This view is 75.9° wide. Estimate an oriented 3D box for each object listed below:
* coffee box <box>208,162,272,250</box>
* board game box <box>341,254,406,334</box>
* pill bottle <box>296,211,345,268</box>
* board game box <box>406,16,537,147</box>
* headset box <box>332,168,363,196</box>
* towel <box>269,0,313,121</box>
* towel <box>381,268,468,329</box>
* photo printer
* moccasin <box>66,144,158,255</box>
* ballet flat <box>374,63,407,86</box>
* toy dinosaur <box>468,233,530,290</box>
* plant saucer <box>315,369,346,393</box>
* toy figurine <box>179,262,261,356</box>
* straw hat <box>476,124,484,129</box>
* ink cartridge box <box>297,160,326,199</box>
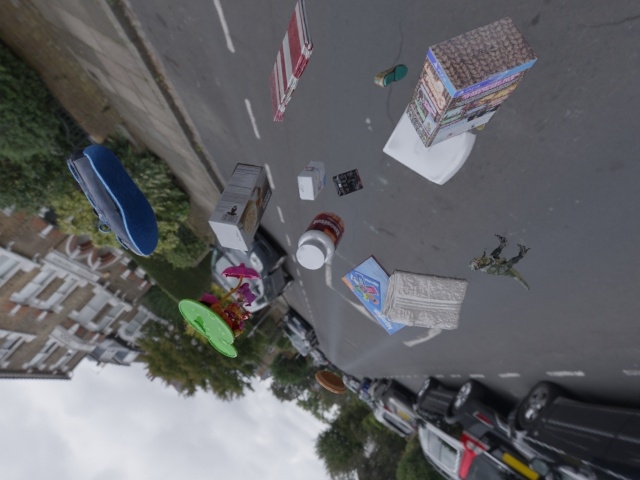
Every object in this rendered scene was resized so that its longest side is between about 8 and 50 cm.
[{"bbox_3d":[-0.251,-0.110,1.328,0.098,0.246,0.141,10,147,12],"label":"coffee box"},{"bbox_3d":[0.222,0.199,1.485,0.281,0.145,0.027,50,-160,-5],"label":"board game box"},{"bbox_3d":[0.000,0.000,0.958,0.086,0.152,0.085,9,122,14],"label":"pill bottle"},{"bbox_3d":[0.397,-0.421,1.139,0.291,0.232,0.141,93,153,-75],"label":"board game box"},{"bbox_3d":[0.083,-0.169,1.194,0.032,0.083,0.062,-11,101,56],"label":"headset box"},{"bbox_3d":[-0.104,-0.596,1.380,0.037,0.236,0.329,4,150,-23],"label":"towel"},{"bbox_3d":[0.358,0.202,1.406,0.283,0.186,0.049,7,-167,-8],"label":"towel"},{"bbox_3d":[0.443,-0.391,1.653,0.308,0.255,0.107,35,-151,10],"label":"photo printer"},{"bbox_3d":[-0.564,-0.107,1.139,0.117,0.137,0.341,-1,124,18],"label":"moccasin"},{"bbox_3d":[0.295,-0.706,1.743,0.067,0.206,0.073,23,131,30],"label":"ballet flat"},{"bbox_3d":[0.519,0.056,1.158,0.268,0.118,0.064,18,-171,-26],"label":"toy dinosaur"},{"bbox_3d":[0.027,0.347,1.016,0.084,0.013,0.083,26,-174,-3],"label":"plant saucer"},{"bbox_3d":[-0.180,0.129,0.860,0.130,0.159,0.173,4,132,35],"label":"toy figurine"},{"bbox_3d":[0.600,-0.488,1.510,0.144,0.061,0.144,162,90,-89],"label":"straw hat"},{"bbox_3d":[-0.027,-0.205,1.397,0.052,0.122,0.088,8,128,21],"label":"ink cartridge box"}]
